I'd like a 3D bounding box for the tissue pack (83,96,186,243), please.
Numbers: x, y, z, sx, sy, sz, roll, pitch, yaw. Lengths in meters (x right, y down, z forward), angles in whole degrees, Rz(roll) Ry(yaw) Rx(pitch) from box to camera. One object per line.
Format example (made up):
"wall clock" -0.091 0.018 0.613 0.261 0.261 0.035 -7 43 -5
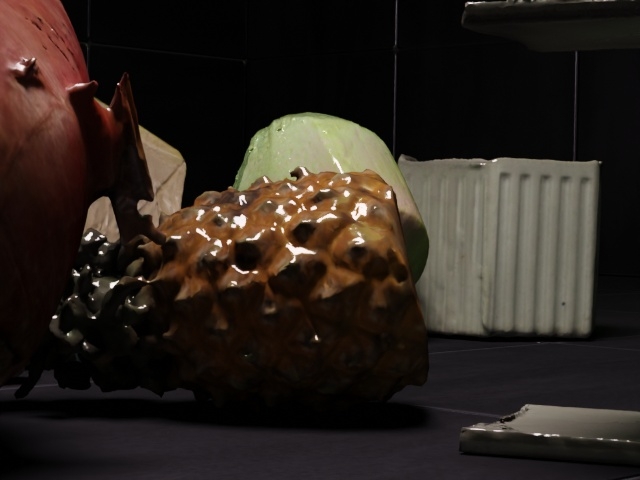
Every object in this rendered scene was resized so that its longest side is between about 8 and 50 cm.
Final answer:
"tissue pack" -0.288 -0.020 1.414 0.275 0.167 0.200 -6 -21 32

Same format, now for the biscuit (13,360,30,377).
"biscuit" -0.353 0.076 1.204 0.302 0.049 0.197 3 -7 39

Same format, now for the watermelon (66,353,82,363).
"watermelon" -0.230 0.069 1.306 0.139 0.071 0.187 -17 -28 34

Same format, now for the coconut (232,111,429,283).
"coconut" 0.000 0.000 1.597 0.236 0.235 0.204 2 -21 31

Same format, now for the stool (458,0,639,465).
"stool" 0.226 -0.005 0.883 0.270 0.243 0.170 2 1 21

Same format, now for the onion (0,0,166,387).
"onion" -0.266 -0.035 0.854 0.354 0.353 0.353 1 1 0

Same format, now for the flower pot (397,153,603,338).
"flower pot" 0.188 0.006 1.700 0.239 0.189 0.209 4 2 40

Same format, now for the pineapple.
"pineapple" -0.106 0.044 1.023 0.341 0.169 0.169 -7 1 0
